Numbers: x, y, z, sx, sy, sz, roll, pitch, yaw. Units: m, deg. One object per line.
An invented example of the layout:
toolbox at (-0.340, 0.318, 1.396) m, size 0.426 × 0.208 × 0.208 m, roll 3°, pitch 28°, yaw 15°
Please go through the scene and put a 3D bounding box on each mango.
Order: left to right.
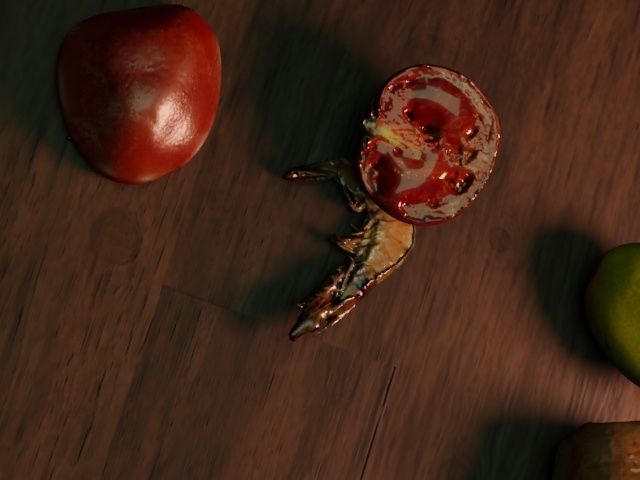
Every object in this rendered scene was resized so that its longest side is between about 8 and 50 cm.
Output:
mango at (0.333, 0.082, 1.941) m, size 0.117 × 0.089 × 0.163 m, roll -16°, pitch 80°, yaw 15°

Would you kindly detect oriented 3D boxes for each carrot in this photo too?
carrot at (0.307, 0.329, 1.893) m, size 0.138 × 0.138 × 0.302 m, roll -5°, pitch 86°, yaw -16°

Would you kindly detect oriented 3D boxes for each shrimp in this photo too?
shrimp at (0.001, -0.001, 1.893) m, size 0.195 × 0.035 × 0.148 m, roll -44°, pitch 99°, yaw -23°

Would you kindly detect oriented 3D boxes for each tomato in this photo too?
tomato at (-0.166, -0.147, 1.843) m, size 0.166 × 0.082 × 0.174 m, roll -9°, pitch 84°, yaw -17°
tomato at (0.101, -0.094, 1.907) m, size 0.139 × 0.091 × 0.159 m, roll 15°, pitch 87°, yaw -6°
